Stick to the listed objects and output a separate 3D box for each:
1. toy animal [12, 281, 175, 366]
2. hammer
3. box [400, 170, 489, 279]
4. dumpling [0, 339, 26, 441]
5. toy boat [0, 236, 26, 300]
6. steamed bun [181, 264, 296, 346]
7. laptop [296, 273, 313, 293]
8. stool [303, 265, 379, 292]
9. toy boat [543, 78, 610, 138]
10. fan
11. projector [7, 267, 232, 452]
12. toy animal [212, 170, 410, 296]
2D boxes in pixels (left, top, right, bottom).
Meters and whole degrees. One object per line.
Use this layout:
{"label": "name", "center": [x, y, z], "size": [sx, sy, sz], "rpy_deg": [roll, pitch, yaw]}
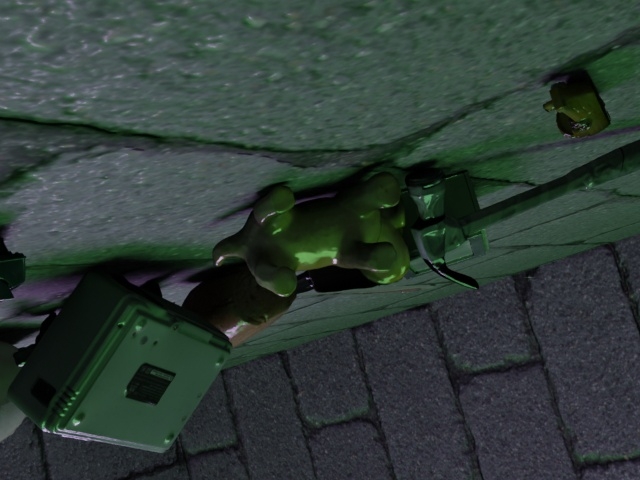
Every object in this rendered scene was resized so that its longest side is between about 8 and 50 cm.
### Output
{"label": "toy animal", "center": [-0.311, 0.138, 1.208], "size": [0.245, 0.114, 0.146], "rpy_deg": [-5, 163, -36]}
{"label": "hammer", "center": [0.296, -0.075, 1.049], "size": [0.427, 0.152, 0.044], "rpy_deg": [-23, -159, -18]}
{"label": "box", "center": [0.152, -0.015, 1.169], "size": [0.130, 0.086, 0.225], "rpy_deg": [-18, 169, 10]}
{"label": "dumpling", "center": [-0.524, 0.216, 1.254], "size": [0.227, 0.175, 0.243], "rpy_deg": [12, 169, 28]}
{"label": "toy boat", "center": [-0.312, 0.034, 0.800], "size": [0.055, 0.060, 0.141], "rpy_deg": [-9, 175, -33]}
{"label": "steamed bun", "center": [-0.122, 0.094, 1.304], "size": [0.145, 0.106, 0.175], "rpy_deg": [-35, 172, 27]}
{"label": "laptop", "center": [-0.013, 0.075, 1.610], "size": [0.135, 0.016, 0.197], "rpy_deg": [-9, 169, -39]}
{"label": "stool", "center": [0.031, 0.022, 1.164], "size": [0.110, 0.096, 0.096], "rpy_deg": [-12, 170, 3]}
{"label": "toy boat", "center": [0.242, -0.121, 0.823], "size": [0.049, 0.047, 0.149], "rpy_deg": [-19, 170, 22]}
{"label": "fan", "center": [0.124, 0.060, 1.095], "size": [0.310, 0.010, 0.182], "rpy_deg": [-4, 176, -6]}
{"label": "projector", "center": [-0.235, 0.161, 1.099], "size": [0.192, 0.099, 0.257], "rpy_deg": [-58, 150, -4]}
{"label": "toy animal", "center": [0.014, -0.002, 0.960], "size": [0.233, 0.121, 0.169], "rpy_deg": [-7, 178, -27]}
